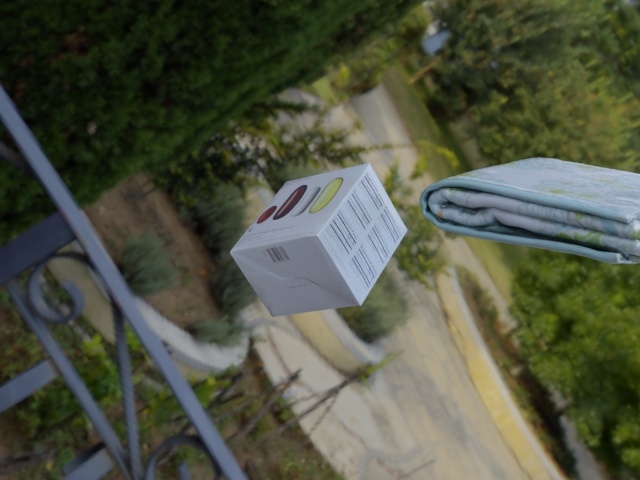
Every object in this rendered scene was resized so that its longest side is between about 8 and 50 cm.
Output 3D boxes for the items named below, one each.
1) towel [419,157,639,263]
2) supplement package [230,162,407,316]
[{"bbox_3d":[0.392,-0.051,1.503,0.320,0.374,0.090,-12,112,-45],"label":"towel"},{"bbox_3d":[0.000,0.000,1.620,0.149,0.194,0.203,59,43,-24],"label":"supplement package"}]
